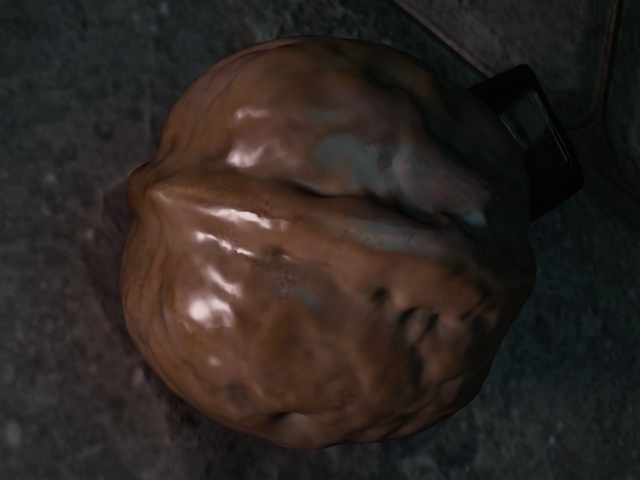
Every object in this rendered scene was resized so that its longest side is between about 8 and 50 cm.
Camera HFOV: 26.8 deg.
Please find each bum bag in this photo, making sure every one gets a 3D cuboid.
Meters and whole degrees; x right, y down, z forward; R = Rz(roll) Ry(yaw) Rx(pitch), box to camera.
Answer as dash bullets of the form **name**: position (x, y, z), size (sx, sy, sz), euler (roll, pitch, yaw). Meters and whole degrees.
- **bum bag**: position (0.127, -0.061, 0.946), size (0.159, 0.026, 0.109), euler (-28, 93, -49)

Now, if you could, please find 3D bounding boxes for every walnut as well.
- **walnut**: position (0.000, 0.000, 0.692), size (0.224, 0.224, 0.224), euler (17, 63, -36)
